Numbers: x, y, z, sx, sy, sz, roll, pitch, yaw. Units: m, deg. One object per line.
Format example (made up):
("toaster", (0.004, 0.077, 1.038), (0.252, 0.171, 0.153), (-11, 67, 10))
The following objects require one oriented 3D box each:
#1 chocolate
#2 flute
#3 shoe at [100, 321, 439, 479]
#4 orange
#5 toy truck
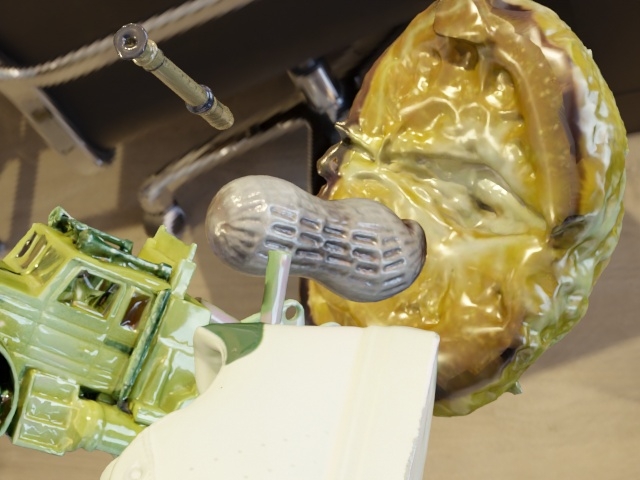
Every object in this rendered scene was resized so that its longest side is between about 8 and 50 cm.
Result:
("chocolate", (0.000, 0.000, 0.774), (0.072, 0.167, 0.072), (-31, 52, 52))
("flute", (-0.107, -0.120, 0.886), (0.027, 0.233, 0.027), (-2, 82, 11))
("shoe", (-0.030, 0.118, 0.372), (0.110, 0.095, 0.265), (10, 33, 11))
("orange", (0.143, -0.019, 1.011), (0.271, 0.210, 0.369), (32, 102, 44))
("toy truck", (-0.096, 0.051, 0.567), (0.128, 0.259, 0.135), (26, 96, 59))
